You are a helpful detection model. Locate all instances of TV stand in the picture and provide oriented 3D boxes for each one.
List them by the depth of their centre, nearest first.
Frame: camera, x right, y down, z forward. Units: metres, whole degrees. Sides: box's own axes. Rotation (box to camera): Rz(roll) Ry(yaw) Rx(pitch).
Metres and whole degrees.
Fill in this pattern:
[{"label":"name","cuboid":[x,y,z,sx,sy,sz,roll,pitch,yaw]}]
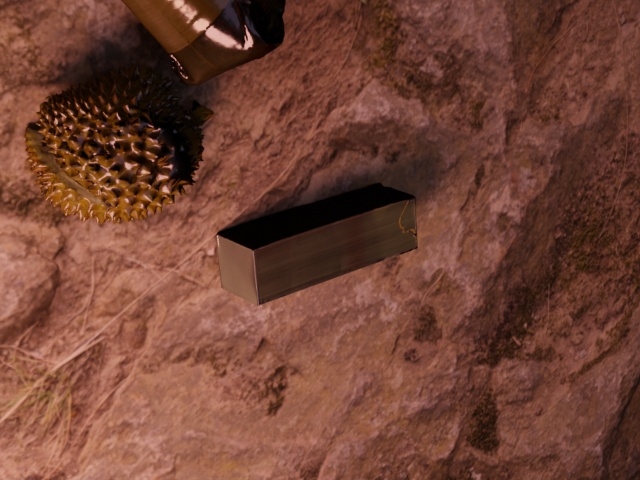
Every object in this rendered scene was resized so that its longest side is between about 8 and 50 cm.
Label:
[{"label":"TV stand","cuboid":[0.000,0.000,1.681,0.269,0.088,0.082,-18,114,-34]}]

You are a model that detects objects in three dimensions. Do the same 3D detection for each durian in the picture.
[{"label":"durian","cuboid":[-0.201,-0.103,1.450,0.237,0.138,0.193,-29,121,-30]}]

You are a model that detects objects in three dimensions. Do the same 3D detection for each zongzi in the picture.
[{"label":"zongzi","cuboid":[-0.138,-0.378,1.442,0.289,0.154,0.317,49,46,-30]}]
